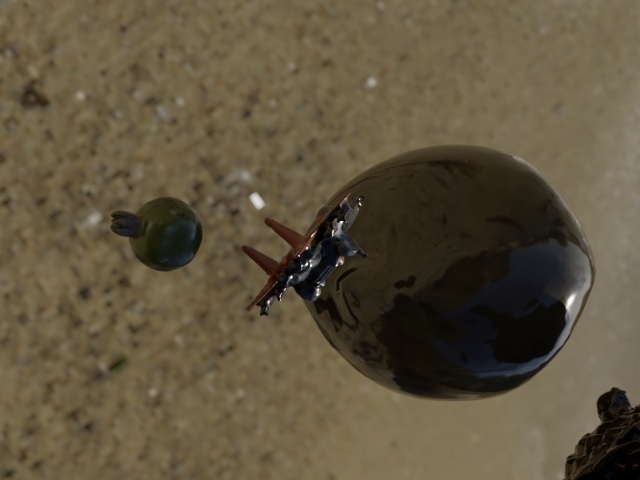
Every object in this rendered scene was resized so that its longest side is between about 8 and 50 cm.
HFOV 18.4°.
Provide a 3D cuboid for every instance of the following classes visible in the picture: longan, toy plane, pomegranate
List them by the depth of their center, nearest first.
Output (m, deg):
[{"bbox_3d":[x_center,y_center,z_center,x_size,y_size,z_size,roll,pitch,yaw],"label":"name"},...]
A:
[{"bbox_3d":[0.002,0.002,1.555,0.130,0.061,0.189,-51,167,24],"label":"toy plane"},{"bbox_3d":[-0.149,-0.008,1.790,0.073,0.084,0.073,-161,-90,-88],"label":"pomegranate"},{"bbox_3d":[0.131,0.033,2.040,0.288,0.288,0.350,-27,-169,-17],"label":"longan"}]

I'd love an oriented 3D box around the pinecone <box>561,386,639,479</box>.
[{"bbox_3d":[0.351,0.279,1.927,0.242,0.296,0.298,-9,180,35],"label":"pinecone"}]
